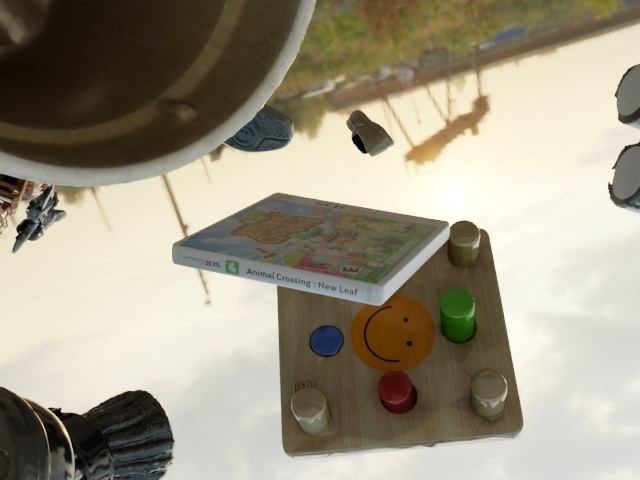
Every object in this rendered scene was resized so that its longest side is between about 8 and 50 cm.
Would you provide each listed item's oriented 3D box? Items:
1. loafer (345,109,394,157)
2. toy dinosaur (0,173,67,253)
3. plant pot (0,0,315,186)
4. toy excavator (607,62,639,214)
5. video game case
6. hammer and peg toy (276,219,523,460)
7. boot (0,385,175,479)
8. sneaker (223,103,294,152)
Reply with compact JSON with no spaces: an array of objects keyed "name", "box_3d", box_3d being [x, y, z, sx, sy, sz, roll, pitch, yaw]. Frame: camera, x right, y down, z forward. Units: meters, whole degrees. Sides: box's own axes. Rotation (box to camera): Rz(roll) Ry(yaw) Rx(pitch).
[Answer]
[{"name":"loafer","box_3d":[0.072,-0.178,1.496,0.050,0.056,0.148,-40,-155,-3]},{"name":"toy dinosaur","box_3d":[-0.445,-0.098,1.273,0.322,0.164,0.218,-54,-177,-39]},{"name":"plant pot","box_3d":[-0.221,-0.222,0.620,0.334,0.333,0.305,-24,-155,-34]},{"name":"toy excavator","box_3d":[0.597,-0.117,1.148,0.222,0.433,0.445,16,157,-15]},{"name":"video game case","box_3d":[0.000,0.000,0.826,0.193,0.023,0.212,10,-161,21]},{"name":"hammer and peg toy","box_3d":[0.075,0.154,0.960,0.266,0.361,0.127,-6,148,5]},{"name":"boot","box_3d":[-0.230,0.199,0.796,0.260,0.131,0.348,-2,162,-41]},{"name":"sneaker","box_3d":[-0.131,-0.195,1.275,0.227,0.087,0.130,11,-139,20]}]
